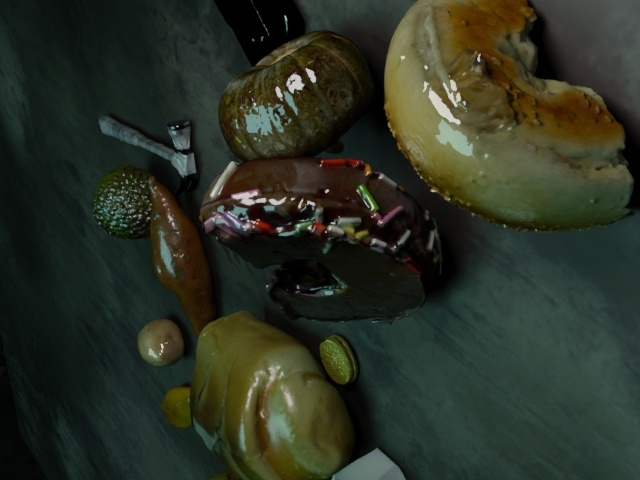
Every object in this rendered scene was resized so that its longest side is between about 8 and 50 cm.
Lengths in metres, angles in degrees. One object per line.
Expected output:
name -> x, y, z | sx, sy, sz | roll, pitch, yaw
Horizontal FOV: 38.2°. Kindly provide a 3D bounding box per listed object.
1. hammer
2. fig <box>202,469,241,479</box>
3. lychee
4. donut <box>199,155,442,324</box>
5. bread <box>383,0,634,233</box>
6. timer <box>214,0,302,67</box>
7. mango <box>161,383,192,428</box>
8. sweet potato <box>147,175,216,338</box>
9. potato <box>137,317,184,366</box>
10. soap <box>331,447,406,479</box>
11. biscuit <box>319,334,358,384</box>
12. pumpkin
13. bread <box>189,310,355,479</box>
hammer -> -0.362, -0.210, 1.894 | 0.427, 0.044, 0.152 | 29, 132, 50
fig -> -0.210, 0.566, 2.010 | 0.154, 0.144, 0.166 | 56, 130, 51
lychee -> -0.385, -0.075, 1.902 | 0.171, 0.171, 0.171 | 35, 135, 44
donut -> 0.023, 0.000, 1.189 | 0.259, 0.345, 0.136 | -6, 63, 24
bread -> 0.167, -0.118, 0.946 | 0.314, 0.192, 0.171 | 55, 146, 22
timer -> -0.102, -0.347, 1.377 | 0.187, 0.055, 0.144 | 61, 148, 13
mango -> -0.318, 0.387, 2.159 | 0.187, 0.066, 0.101 | -30, 82, 51
sweet potato -> -0.278, 0.043, 1.840 | 0.112, 0.112, 0.359 | 5, 116, 57
potato -> -0.364, 0.232, 2.100 | 0.147, 0.112, 0.112 | 10, 116, 64
soap -> 0.087, 0.528, 1.536 | 0.208, 0.115, 0.347 | 33, 134, 44
biscuit -> 0.030, 0.197, 1.520 | 0.084, 0.023, 0.084 | 36, 136, 44
pumpkin -> -0.025, -0.173, 1.212 | 0.162, 0.219, 0.219 | 55, 154, -19
bread -> -0.092, 0.314, 1.599 | 0.341, 0.210, 0.301 | 25, 132, 53
